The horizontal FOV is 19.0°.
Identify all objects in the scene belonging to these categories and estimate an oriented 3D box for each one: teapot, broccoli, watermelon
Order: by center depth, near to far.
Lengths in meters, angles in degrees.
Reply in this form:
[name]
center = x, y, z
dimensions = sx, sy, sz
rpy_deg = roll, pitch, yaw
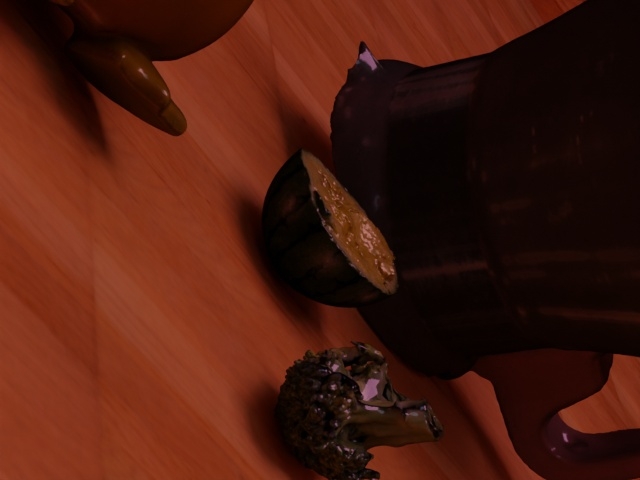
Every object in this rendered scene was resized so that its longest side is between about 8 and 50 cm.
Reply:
[broccoli]
center = 0.020, 0.089, 1.017
dimensions = 0.095, 0.092, 0.097
rpy_deg = -70, 149, -54
[watermelon]
center = 0.000, 0.000, 1.160
dimensions = 0.105, 0.062, 0.105
rpy_deg = 50, 14, -17
[teapot]
center = 0.210, -0.009, 1.319
dimensions = 0.305, 0.361, 0.376
rpy_deg = -50, 124, -56

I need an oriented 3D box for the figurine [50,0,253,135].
[figurine]
center = -0.066, -0.195, 0.989
dimensions = 0.215, 0.228, 0.215
rpy_deg = 56, 6, -9
